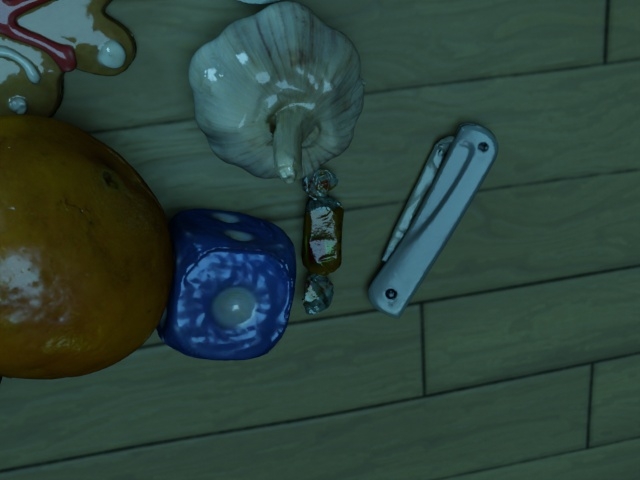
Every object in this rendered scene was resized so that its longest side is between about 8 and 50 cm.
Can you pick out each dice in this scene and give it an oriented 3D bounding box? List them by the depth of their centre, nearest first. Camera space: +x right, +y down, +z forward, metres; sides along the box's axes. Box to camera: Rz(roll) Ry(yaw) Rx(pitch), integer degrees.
[{"bbox_3d":[-0.114,0.047,1.096,0.143,0.146,0.146,7,109,-18],"label":"dice"}]

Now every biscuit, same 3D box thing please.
[{"bbox_3d":[-0.282,-0.252,0.990,0.216,0.047,0.340,31,101,-21],"label":"biscuit"}]

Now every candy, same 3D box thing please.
[{"bbox_3d":[0.000,0.000,1.160,0.053,0.046,0.182,-1,107,-10],"label":"candy"}]

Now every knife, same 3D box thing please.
[{"bbox_3d":[0.135,-0.026,1.186,0.073,0.040,0.265,25,105,-10],"label":"knife"}]

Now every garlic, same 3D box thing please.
[{"bbox_3d":[-0.042,-0.135,0.996,0.199,0.226,0.199,-3,121,-5],"label":"garlic"}]

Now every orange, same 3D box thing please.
[{"bbox_3d":[-0.283,0.005,0.962,0.284,0.284,0.226,39,112,-24],"label":"orange"}]

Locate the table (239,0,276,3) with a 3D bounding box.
[{"bbox_3d":[-0.070,-0.322,1.013,0.133,0.043,0.133,-5,112,-12],"label":"table"}]

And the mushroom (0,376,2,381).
[{"bbox_3d":[-0.473,0.115,1.033,0.253,0.153,0.253,-4,113,-9],"label":"mushroom"}]
